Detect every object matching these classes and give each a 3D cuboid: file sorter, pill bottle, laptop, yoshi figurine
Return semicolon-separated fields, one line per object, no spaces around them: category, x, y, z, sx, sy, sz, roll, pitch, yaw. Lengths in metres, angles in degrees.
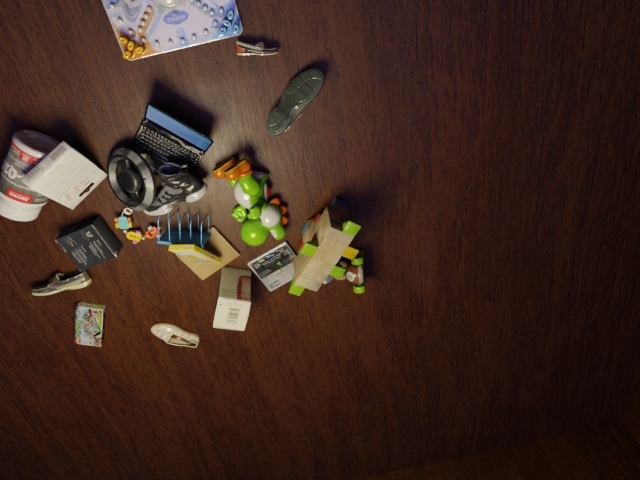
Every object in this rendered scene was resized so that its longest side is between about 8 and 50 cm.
file sorter;-0.513;-0.049;1.658;0.171;0.118;0.104;6;114;-1
pill bottle;-0.988;-0.213;1.489;0.161;0.161;0.283;27;112;-20
laptop;-0.525;-0.312;1.511;0.234;0.136;0.264;29;111;-21
yoshi figurine;-0.268;-0.118;1.635;0.203;0.203;0.362;-18;123;21

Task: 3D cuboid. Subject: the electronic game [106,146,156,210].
electronic game;-0.665;-0.213;1.544;0.230;0.048;0.229;12;117;26

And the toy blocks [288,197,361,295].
toy blocks;0.000;0.000;1.698;0.191;0.260;0.381;21;121;-20

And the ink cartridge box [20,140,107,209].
ink cartridge box;-0.850;-0.214;1.480;0.056;0.224;0.181;41;82;9

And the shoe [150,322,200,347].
shoe;-0.641;0.422;1.945;0.219;0.058;0.076;21;114;-18

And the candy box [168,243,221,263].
candy box;-0.473;0.054;1.671;0.105;0.027;0.206;-3;163;14

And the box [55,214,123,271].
box;-0.871;0.010;1.667;0.159;0.093;0.155;-21;119;5

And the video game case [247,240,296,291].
video game case;-0.180;0.110;1.857;0.191;0.022;0.173;-29;119;10

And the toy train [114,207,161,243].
toy train;-0.698;-0.058;1.683;0.125;0.046;0.166;-36;120;11

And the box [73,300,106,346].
box;-0.985;0.359;1.877;0.114;0.036;0.206;10;117;-13

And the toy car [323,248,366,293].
toy car;0.092;0.130;1.845;0.189;0.149;0.154;-3;107;8

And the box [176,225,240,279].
box;-0.457;0.054;1.788;0.201;0.021;0.164;-34;117;11

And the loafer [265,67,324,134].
loafer;-0.086;-0.477;1.525;0.096;0.084;0.267;45;103;6

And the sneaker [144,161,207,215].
sneaker;-0.550;-0.191;1.569;0.269;0.101;0.153;-18;131;15

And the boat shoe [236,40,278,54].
boat shoe;-0.206;-0.627;1.432;0.137;0.049;0.043;-1;117;-2

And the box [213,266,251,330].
box;-0.353;0.231;1.778;0.127;0.232;0.148;10;117;-13

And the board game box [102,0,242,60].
board game box;-0.474;-0.778;1.310;0.390;0.050;0.389;-13;120;0

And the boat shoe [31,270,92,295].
boat shoe;-1.029;0.161;1.743;0.224;0.080;0.073;-10;114;-8
